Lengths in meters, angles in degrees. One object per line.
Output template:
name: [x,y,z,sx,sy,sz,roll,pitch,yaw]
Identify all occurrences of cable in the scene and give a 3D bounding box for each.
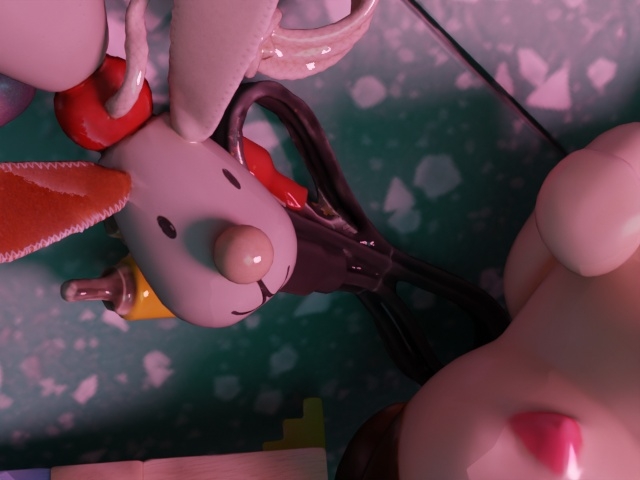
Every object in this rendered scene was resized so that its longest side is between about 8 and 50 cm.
cable: [0.000,0.000,0.874,0.287,0.072,0.139,18,94,-41]

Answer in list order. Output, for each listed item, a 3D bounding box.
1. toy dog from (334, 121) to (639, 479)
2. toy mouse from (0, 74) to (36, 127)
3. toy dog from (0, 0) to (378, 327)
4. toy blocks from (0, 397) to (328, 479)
toy dog: [0.194,0.083,0.856,0.408,0.284,0.395,-35,160,-15]
toy mouse: [-0.191,-0.074,0.759,0.161,0.031,0.143,12,110,-26]
toy dog: [-0.110,-0.103,0.662,0.334,0.161,0.220,29,87,-22]
toy blocks: [-0.116,0.263,0.810,0.261,0.381,0.191,-4,153,0]
